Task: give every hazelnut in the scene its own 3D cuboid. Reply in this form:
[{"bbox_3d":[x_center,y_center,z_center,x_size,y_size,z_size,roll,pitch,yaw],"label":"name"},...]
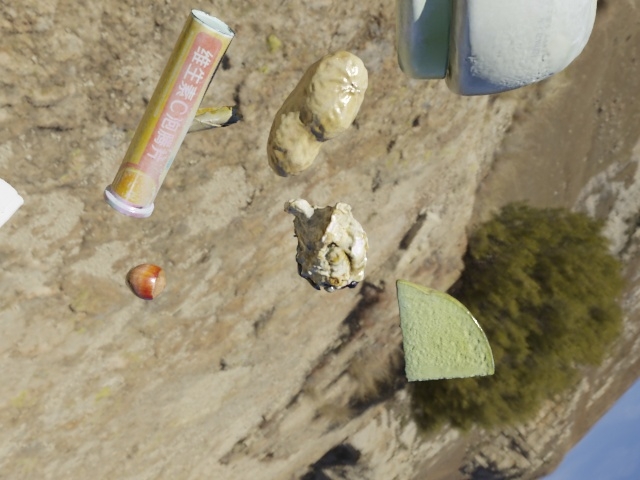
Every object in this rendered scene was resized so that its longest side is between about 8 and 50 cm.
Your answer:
[{"bbox_3d":[-0.358,0.084,1.289,0.086,0.086,0.086,-37,159,-17],"label":"hazelnut"}]

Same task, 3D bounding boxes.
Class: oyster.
[{"bbox_3d":[0.000,0.000,1.127,0.163,0.191,0.081,-59,161,11],"label":"oyster"}]

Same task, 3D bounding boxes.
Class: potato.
[{"bbox_3d":[0.171,0.113,0.871,0.120,0.149,0.081,-6,-169,13],"label":"potato"}]

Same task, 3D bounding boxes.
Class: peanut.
[{"bbox_3d":[-0.013,-0.334,1.713,0.387,0.192,0.169,-51,149,19],"label":"peanut"}]

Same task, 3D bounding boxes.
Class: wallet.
[{"bbox_3d":[-0.510,-0.050,0.972,0.025,0.061,0.122,-37,-157,22],"label":"wallet"}]

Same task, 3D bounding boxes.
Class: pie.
[{"bbox_3d":[-0.373,-0.353,1.865,0.282,0.069,0.129,-12,-162,10],"label":"pie"}]

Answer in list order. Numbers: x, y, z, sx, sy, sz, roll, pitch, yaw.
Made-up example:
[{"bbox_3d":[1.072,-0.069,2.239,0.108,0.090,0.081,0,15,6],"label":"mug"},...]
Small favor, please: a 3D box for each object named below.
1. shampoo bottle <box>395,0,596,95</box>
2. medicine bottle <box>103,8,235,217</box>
[{"bbox_3d":[0.283,-0.408,1.054,0.317,0.323,0.322,-1,161,10],"label":"shampoo bottle"},{"bbox_3d":[-0.307,-0.245,1.256,0.108,0.108,0.426,-9,136,-57],"label":"medicine bottle"}]
